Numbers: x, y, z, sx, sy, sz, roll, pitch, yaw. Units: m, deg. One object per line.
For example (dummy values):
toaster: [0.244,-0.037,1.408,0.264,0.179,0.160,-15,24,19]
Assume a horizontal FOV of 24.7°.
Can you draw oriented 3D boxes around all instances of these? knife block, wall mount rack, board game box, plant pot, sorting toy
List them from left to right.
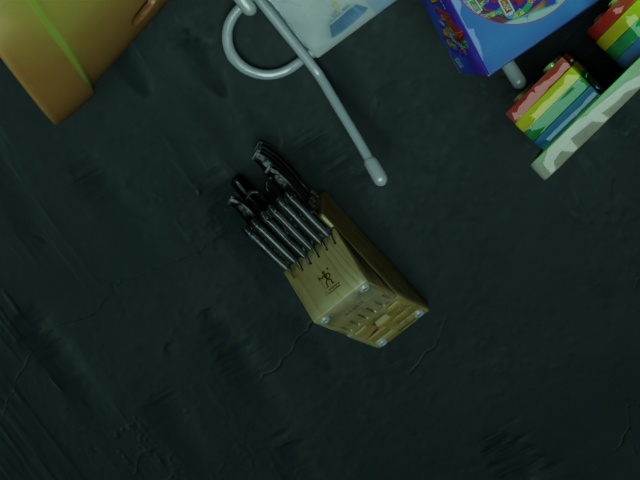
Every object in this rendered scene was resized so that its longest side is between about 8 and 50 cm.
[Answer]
plant pot: [-0.302,-0.305,1.641,0.203,0.291,0.291,-37,108,-4]
knife block: [0.000,0.000,1.856,0.088,0.242,0.276,-38,151,15]
wall mount rack: [0.063,-0.255,1.720,0.350,0.130,0.304,-35,113,14]
board game box: [0.254,-0.374,1.628,0.347,0.078,0.233,-34,109,-12]
sorting toy: [0.326,-0.204,1.680,0.089,0.257,0.255,45,106,2]
